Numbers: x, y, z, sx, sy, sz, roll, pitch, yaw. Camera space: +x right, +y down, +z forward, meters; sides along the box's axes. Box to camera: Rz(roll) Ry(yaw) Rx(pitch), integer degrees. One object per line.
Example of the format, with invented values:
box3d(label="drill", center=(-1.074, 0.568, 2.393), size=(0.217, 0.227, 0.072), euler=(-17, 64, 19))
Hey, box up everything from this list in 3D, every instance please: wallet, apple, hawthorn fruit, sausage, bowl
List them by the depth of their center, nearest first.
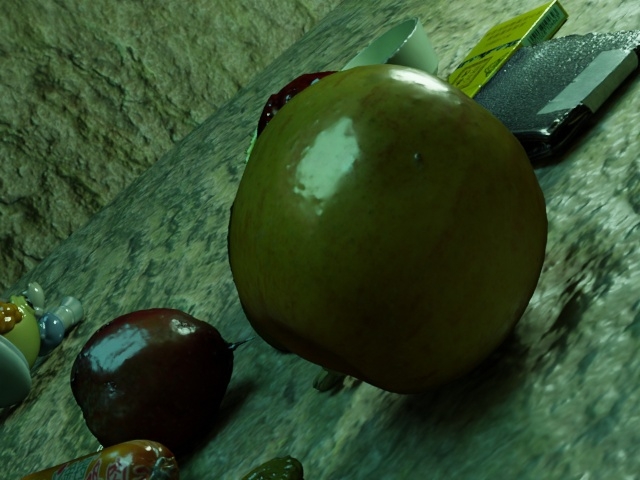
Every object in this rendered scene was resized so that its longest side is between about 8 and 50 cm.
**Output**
box3d(label="apple", center=(0.055, -0.001, 1.220), size=(0.299, 0.299, 0.275), euler=(-19, 40, 57))
box3d(label="sausage", center=(-0.256, 0.289, 1.555), size=(0.312, 0.093, 0.093), euler=(-25, 21, 48))
box3d(label="hawthorn fruit", center=(-0.179, 0.165, 1.615), size=(0.235, 0.181, 0.181), euler=(-23, 16, 5))
box3d(label="wallet", center=(0.263, -0.166, 1.629), size=(0.221, 0.071, 0.262), euler=(-42, 17, -23))
box3d(label="bowl", center=(0.108, -0.250, 2.163), size=(0.211, 0.112, 0.211), euler=(-38, 14, 11))

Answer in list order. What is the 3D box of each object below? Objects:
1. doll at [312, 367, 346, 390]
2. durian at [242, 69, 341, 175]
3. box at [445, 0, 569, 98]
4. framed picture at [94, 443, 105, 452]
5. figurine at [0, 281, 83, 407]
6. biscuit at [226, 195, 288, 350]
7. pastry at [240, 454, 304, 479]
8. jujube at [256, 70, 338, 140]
box3d(label="doll", center=(0.014, 0.125, 1.417), size=(0.093, 0.051, 0.061), euler=(-22, 31, 56))
box3d(label="durian", center=(0.013, -0.122, 1.897), size=(0.237, 0.176, 0.200), euler=(-35, 21, 19))
box3d(label="box", center=(0.233, -0.234, 1.942), size=(0.279, 0.041, 0.153), euler=(-49, 17, -28))
box3d(label="framed picture", center=(-0.237, 0.229, 1.841), size=(0.150, 0.015, 0.203), euler=(-33, 17, 32))
box3d(label="figurine", center=(-0.566, 0.189, 2.551), size=(0.224, 0.205, 0.382), euler=(-34, -4, 38))
box3d(label="biscuit", center=(-0.055, 0.030, 1.628), size=(0.036, 0.212, 0.212), euler=(-12, 0, -28))
box3d(label="pastry", center=(-0.049, 0.245, 1.225), size=(0.109, 0.057, 0.097), euler=(-19, 21, 52))
box3d(label="jujube", center=(0.028, -0.092, 1.656), size=(0.197, 0.197, 0.290), euler=(-39, 47, 8))
